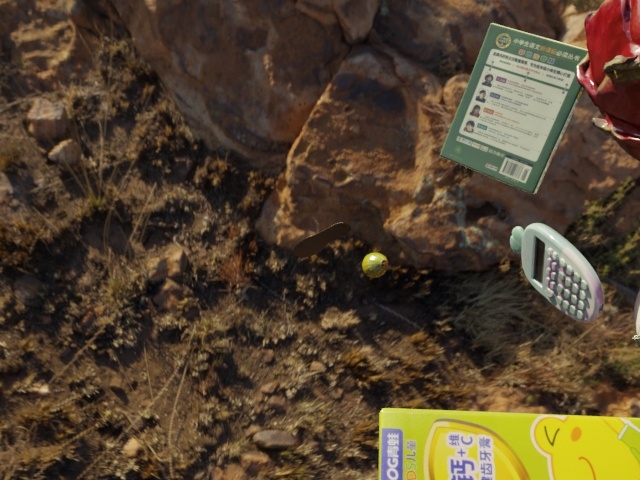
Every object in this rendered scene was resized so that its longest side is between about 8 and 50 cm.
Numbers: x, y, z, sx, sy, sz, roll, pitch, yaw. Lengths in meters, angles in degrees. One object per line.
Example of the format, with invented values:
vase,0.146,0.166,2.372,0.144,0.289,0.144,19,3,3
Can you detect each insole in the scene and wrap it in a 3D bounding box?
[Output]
insole,0.000,0.000,1.428,0.064,0.188,0.004,31,45,-34

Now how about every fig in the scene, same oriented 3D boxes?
fig,0.162,0.069,1.676,0.073,0.088,0.074,8,72,-27

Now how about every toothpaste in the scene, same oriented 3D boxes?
toothpaste,0.218,0.232,0.575,0.327,0.077,0.110,0,66,9

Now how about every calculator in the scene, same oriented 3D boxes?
calculator,0.524,0.062,1.309,0.041,0.186,0.299,-20,36,-10

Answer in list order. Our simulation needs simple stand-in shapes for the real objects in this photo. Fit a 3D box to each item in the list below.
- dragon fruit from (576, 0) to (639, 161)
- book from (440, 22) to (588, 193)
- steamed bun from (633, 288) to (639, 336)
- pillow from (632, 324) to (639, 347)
dragon fruit,0.455,-0.200,0.632,0.328,0.329,0.330,4,66,-8
book,0.360,-0.246,1.088,0.202,0.264,0.027,28,22,27
steamed bun,0.720,0.141,1.074,0.309,0.309,0.310,4,66,-8
pillow,0.478,0.098,0.669,0.255,0.059,0.169,28,98,-16
